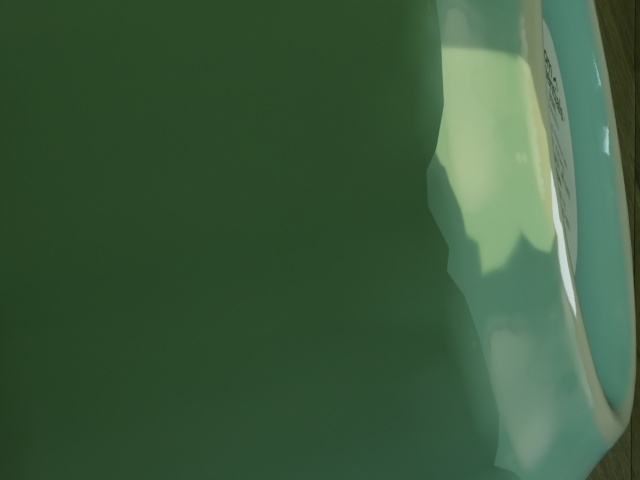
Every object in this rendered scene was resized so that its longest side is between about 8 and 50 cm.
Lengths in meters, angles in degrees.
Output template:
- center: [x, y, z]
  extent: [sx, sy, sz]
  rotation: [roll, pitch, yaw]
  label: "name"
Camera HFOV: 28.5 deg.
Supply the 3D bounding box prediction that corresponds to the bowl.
- center: [0.014, -0.014, 0.434]
  extent: [0.311, 0.163, 0.311]
  rotation: [-6, 90, -71]
  label: "bowl"
